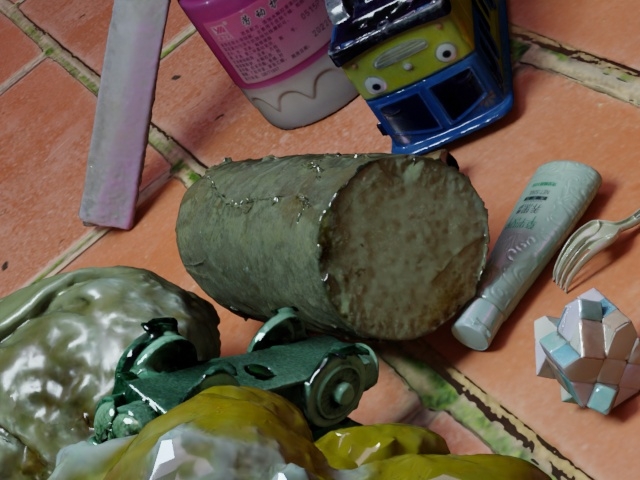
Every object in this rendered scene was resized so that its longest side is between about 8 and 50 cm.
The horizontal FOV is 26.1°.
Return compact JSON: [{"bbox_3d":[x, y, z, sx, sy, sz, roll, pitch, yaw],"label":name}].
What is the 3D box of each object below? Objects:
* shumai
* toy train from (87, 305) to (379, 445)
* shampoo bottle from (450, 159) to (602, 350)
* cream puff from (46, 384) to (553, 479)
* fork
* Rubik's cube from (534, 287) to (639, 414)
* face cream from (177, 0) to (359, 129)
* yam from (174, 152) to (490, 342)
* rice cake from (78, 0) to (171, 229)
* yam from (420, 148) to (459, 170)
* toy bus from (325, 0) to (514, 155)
[{"bbox_3d":[-0.261,0.108,1.160,0.292,0.288,0.330,-62,13,-26],"label":"shumai"},{"bbox_3d":[-0.063,0.137,1.009,0.115,0.154,0.269,31,24,32],"label":"toy train"},{"bbox_3d":[0.169,0.011,1.166,0.069,0.041,0.191,5,50,45],"label":"shampoo bottle"},{"bbox_3d":[-0.004,0.250,0.801,0.378,0.378,0.275,-31,-11,8],"label":"cream puff"},{"bbox_3d":[0.278,-0.035,1.130,0.219,0.028,0.034,-36,27,0],"label":"fork"},{"bbox_3d":[0.192,0.082,1.010,0.073,0.084,0.075,-33,14,-2],"label":"Rubik's cube"},{"bbox_3d":[-0.043,-0.252,1.588,0.175,0.195,0.175,-27,31,17],"label":"face cream"},{"bbox_3d":[0.000,0.000,1.202,0.168,0.168,0.304,-48,21,-19],"label":"yam"},{"bbox_3d":[-0.217,-0.185,1.578,0.070,0.399,0.064,10,22,-7],"label":"rice cake"},{"bbox_3d":[-0.007,-0.032,1.400,0.327,0.045,0.045,-15,68,34],"label":"yam"},{"bbox_3d":[0.103,-0.236,1.436,0.138,0.175,0.288,-23,34,21],"label":"toy bus"}]
